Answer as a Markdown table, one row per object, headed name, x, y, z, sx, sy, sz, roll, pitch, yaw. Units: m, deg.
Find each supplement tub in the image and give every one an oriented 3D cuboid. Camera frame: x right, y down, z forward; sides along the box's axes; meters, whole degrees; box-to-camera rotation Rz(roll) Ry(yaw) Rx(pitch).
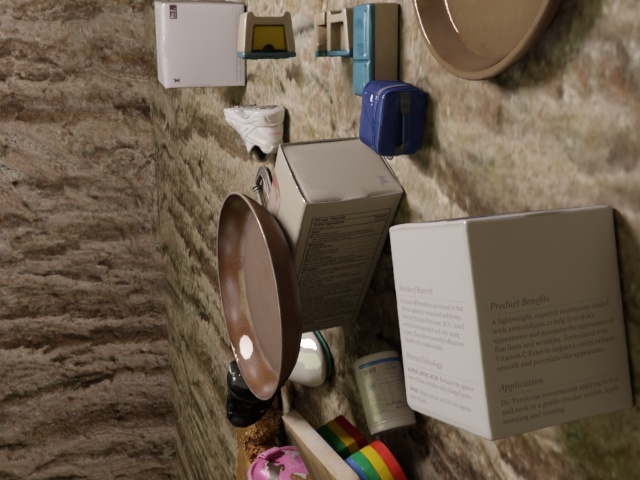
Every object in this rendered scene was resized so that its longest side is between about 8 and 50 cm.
| name | x | y | z | sx | sy | sz | roll | pitch | yaw |
| --- | --- | --- | --- | --- | --- | --- | --- | --- | --- |
| supplement tub | 0.091 | 0.217 | 1.047 | 0.071 | 0.071 | 0.107 | 127 | 132 | -61 |

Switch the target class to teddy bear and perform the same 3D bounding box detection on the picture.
| name | x | y | z | sx | sy | sz | roll | pitch | yaw |
| --- | --- | --- | --- | --- | --- | --- | --- | --- | --- |
| teddy bear | -0.134 | 0.396 | 1.677 | 0.245 | 0.113 | 0.337 | 117 | 149 | -45 |

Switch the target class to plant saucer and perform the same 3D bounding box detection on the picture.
| name | x | y | z | sx | sy | sz | roll | pitch | yaw |
| --- | --- | --- | --- | --- | --- | --- | --- | --- | --- |
| plant saucer | 0.168 | -0.301 | 0.728 | 0.278 | 0.041 | 0.277 | 172 | 90 | -69 |
| plant saucer | -0.092 | 0.079 | 1.094 | 0.311 | 0.050 | 0.310 | 171 | 90 | -69 |

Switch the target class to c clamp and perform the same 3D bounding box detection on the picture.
| name | x | y | z | sx | sy | sz | roll | pitch | yaw |
| --- | --- | --- | --- | --- | --- | --- | --- | --- | --- |
| c clamp | -0.121 | -0.075 | 1.580 | 0.137 | 0.022 | 0.160 | 133 | 127 | -64 |

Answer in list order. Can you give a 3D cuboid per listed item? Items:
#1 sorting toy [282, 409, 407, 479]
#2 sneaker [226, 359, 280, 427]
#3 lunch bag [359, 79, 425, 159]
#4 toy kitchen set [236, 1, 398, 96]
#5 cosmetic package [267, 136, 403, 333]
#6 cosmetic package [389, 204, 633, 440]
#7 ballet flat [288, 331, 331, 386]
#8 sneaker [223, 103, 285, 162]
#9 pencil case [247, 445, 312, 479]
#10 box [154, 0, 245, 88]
| name | x | y | z | sx | sy | sz | roll | pitch | yaw |
| --- | --- | --- | --- | --- | --- | --- | --- | --- | --- |
| sorting toy | 0.070 | 0.373 | 1.037 | 0.257 | 0.089 | 0.255 | 67 | 164 | -15 |
| sneaker | -0.134 | 0.311 | 1.428 | 0.283 | 0.107 | 0.124 | 67 | -134 | -78 |
| lunch bag | 0.092 | -0.151 | 0.933 | 0.065 | 0.067 | 0.098 | -133 | 40 | -58 |
| toy kitchen set | -0.011 | -0.262 | 1.029 | 0.207 | 0.166 | 0.122 | -151 | 57 | -65 |
| cosmetic package | 0.000 | 0.000 | 1.107 | 0.296 | 0.153 | 0.129 | 107 | 148 | -44 |
| cosmetic package | 0.169 | 0.067 | 0.680 | 0.151 | 0.151 | 0.183 | 175 | 90 | -70 |
| ballet flat | -0.108 | 0.187 | 1.476 | 0.400 | 0.139 | 0.139 | -139 | 47 | -61 |
| sneaker | -0.137 | -0.217 | 1.491 | 0.232 | 0.090 | 0.115 | -151 | 53 | -66 |
| pencil case | -0.077 | 0.592 | 1.490 | 0.160 | 0.167 | 0.386 | -69 | -11 | -56 |
| box | -0.268 | -0.436 | 1.629 | 0.119 | 0.182 | 0.180 | -134 | 42 | -61 |
